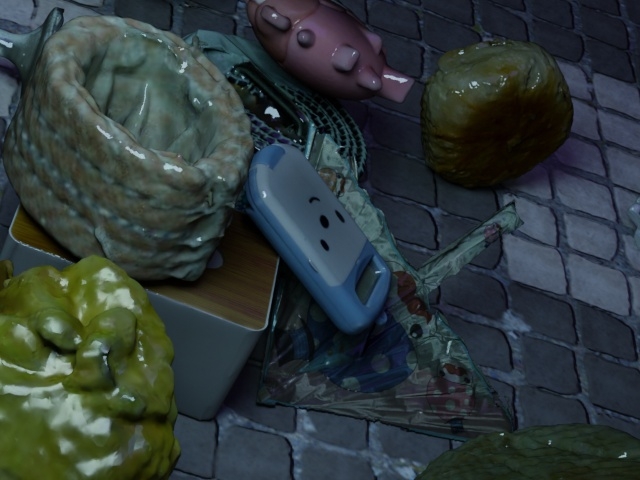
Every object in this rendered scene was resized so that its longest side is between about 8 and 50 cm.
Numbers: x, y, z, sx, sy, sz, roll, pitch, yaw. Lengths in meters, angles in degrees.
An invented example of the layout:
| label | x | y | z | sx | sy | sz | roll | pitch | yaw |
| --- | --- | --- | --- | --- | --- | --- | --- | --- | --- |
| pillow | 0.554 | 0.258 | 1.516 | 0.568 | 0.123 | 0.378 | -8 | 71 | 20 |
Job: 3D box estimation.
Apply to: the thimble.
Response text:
| label | x | y | z | sx | sy | sz | roll | pitch | yaw |
| --- | --- | --- | --- | --- | --- | --- | --- | --- | --- |
| thimble | -0.170 | -0.086 | 1.566 | 0.196 | 0.148 | 0.229 | 3 | 42 | -29 |

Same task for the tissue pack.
| label | x | y | z | sx | sy | sz | roll | pitch | yaw |
| --- | --- | --- | --- | --- | --- | --- | --- | --- | --- |
| tissue pack | -0.180 | 0.039 | 1.646 | 0.246 | 0.136 | 0.159 | 21 | 38 | -10 |

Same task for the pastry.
| label | x | y | z | sx | sy | sz | roll | pitch | yaw |
| --- | --- | --- | --- | --- | --- | --- | --- | --- | --- |
| pastry | 0.207 | -0.145 | 2.046 | 0.182 | 0.192 | 0.093 | -16 | 50 | -9 |

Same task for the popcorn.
| label | x | y | z | sx | sy | sz | roll | pitch | yaw |
| --- | --- | --- | --- | --- | --- | --- | --- | --- | --- |
| popcorn | -0.233 | 0.131 | 1.477 | 0.233 | 0.192 | 0.266 | -35 | 70 | -17 |

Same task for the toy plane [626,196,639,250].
| label | x | y | z | sx | sy | sz | roll | pitch | yaw |
| --- | --- | --- | --- | --- | --- | --- | --- | --- | --- |
| toy plane | 0.462 | -0.027 | 2.167 | 0.174 | 0.080 | 0.174 | 3 | 50 | -4 |

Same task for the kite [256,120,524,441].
| label | x | y | z | sx | sy | sz | roll | pitch | yaw |
| --- | --- | --- | --- | --- | --- | --- | --- | --- | --- |
| kite | 0.075 | 0.065 | 1.771 | 0.368 | 0.014 | 0.406 | -34 | 94 | -26 |

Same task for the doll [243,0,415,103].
| label | x | y | z | sx | sy | sz | roll | pitch | yaw |
| --- | --- | --- | --- | --- | --- | --- | --- | --- | --- |
| doll | 0.005 | -0.208 | 1.867 | 0.211 | 0.093 | 0.262 | 40 | 12 | 33 |

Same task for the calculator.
| label | x | y | z | sx | sy | sz | roll | pitch | yaw |
| --- | --- | --- | --- | --- | --- | --- | --- | --- | --- |
| calculator | 0.000 | 0.000 | 1.687 | 0.210 | 0.039 | 0.121 | 53 | 30 | -11 |

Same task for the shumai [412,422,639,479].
| label | x | y | z | sx | sy | sz | roll | pitch | yaw |
| --- | --- | --- | --- | --- | --- | --- | --- | --- | --- |
| shumai | 0.213 | 0.295 | 1.623 | 0.272 | 0.203 | 0.222 | 8 | 22 | 34 |

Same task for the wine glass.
| label | x | y | z | sx | sy | sz | roll | pitch | yaw |
| --- | --- | --- | --- | --- | --- | --- | --- | --- | --- |
| wine glass | -0.399 | -0.231 | 1.832 | 0.241 | 0.126 | 0.126 | 20 | 38 | -13 |

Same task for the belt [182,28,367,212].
| label | x | y | z | sx | sy | sz | roll | pitch | yaw |
| --- | --- | --- | --- | --- | --- | --- | --- | --- | --- |
| belt | -0.075 | -0.112 | 1.874 | 0.257 | 0.150 | 0.207 | 45 | 32 | 19 |
